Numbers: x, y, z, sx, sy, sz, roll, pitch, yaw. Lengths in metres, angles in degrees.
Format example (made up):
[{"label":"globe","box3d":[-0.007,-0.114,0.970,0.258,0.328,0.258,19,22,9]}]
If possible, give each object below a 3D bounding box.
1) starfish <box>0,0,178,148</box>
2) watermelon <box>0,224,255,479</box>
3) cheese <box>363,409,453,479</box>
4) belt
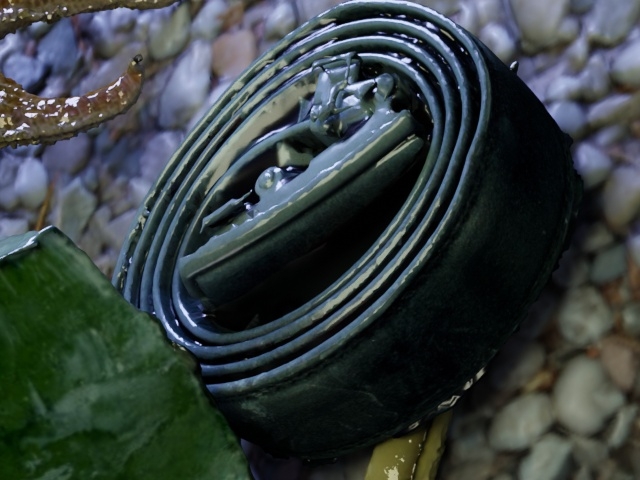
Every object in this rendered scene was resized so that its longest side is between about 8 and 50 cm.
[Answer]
[{"label":"starfish","box3d":[-0.252,-0.127,1.190,0.299,0.060,0.302,-39,53,-17]},{"label":"watermelon","box3d":[-0.184,0.140,1.010,0.302,0.264,0.151,-3,33,46]},{"label":"cheese","box3d":[0.038,0.114,0.992,0.044,0.030,0.083,8,75,37]},{"label":"belt","box3d":[0.000,0.000,1.003,0.267,0.116,0.206,-44,44,11]}]
